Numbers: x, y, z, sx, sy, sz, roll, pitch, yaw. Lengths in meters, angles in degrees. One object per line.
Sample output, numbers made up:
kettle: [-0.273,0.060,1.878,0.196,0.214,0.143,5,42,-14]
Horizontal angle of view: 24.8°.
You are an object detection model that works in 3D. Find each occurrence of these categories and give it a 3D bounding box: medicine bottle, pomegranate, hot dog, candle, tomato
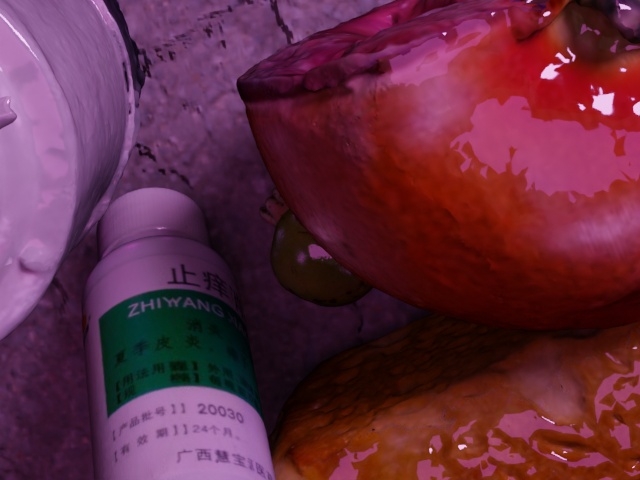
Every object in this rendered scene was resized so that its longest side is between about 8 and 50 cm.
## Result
medicine bottle: [-0.081,0.077,0.789,0.095,0.260,0.095,-8,132,-9]
pomegranate: [0.004,0.000,0.863,0.073,0.084,0.073,-7,129,-9]
hot dog: [0.177,0.120,0.803,0.405,0.185,0.223,-26,100,11]
candle: [-0.214,-0.055,0.735,0.221,0.342,0.221,0,105,2]
tomato: [0.143,-0.066,0.715,0.335,0.289,0.176,-21,103,8]
